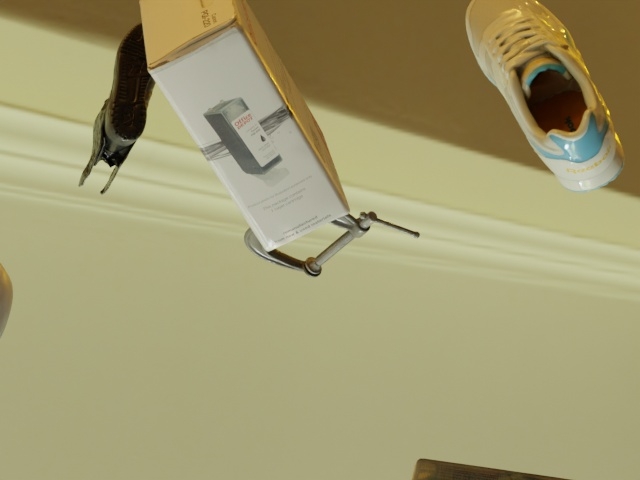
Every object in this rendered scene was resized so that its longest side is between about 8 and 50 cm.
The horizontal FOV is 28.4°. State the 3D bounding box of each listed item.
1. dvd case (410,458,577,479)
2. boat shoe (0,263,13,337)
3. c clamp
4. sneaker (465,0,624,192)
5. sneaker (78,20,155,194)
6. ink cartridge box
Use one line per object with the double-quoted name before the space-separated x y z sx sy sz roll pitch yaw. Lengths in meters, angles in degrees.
"dvd case" 0.112 0.182 0.540 0.253 0.180 0.022 -63 -22 -63
"boat shoe" -0.466 0.129 1.226 0.367 0.136 0.156 -46 -37 -12
"c clamp" 0.000 0.000 1.306 0.137 0.161 0.022 27 -125 -24
"sneaker" 0.194 -0.153 1.121 0.087 0.228 0.092 -32 -34 7
"sneaker" -0.203 -0.137 1.297 0.051 0.089 0.170 19 -116 -19
"ink cartridge box" -0.069 -0.123 1.141 0.092 0.158 0.218 -26 -56 6
